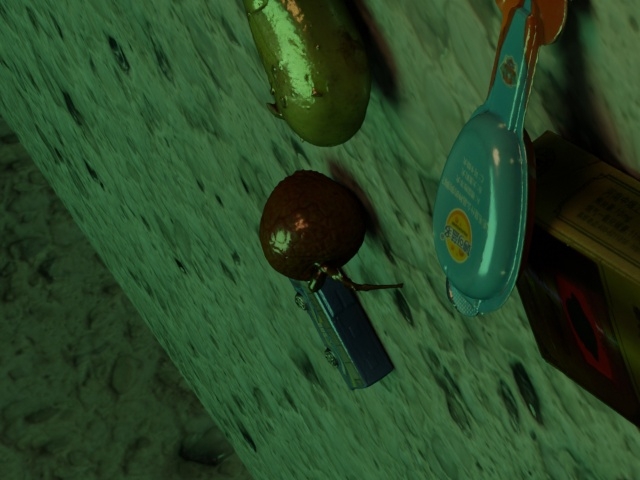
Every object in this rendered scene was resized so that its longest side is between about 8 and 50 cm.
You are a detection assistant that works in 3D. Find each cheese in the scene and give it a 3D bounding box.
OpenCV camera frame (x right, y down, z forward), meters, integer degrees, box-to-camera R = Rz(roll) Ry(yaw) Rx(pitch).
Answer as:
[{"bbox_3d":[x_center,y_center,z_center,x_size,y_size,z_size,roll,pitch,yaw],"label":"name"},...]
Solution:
[{"bbox_3d":[0.112,-0.062,1.203,0.106,0.037,0.256,51,137,50],"label":"cheese"}]

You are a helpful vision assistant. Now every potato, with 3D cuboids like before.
[{"bbox_3d":[-0.012,-0.165,1.543,0.105,0.085,0.188,-15,102,55],"label":"potato"}]

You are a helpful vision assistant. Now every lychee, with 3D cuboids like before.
[{"bbox_3d":[-0.003,-0.006,1.825,0.101,0.114,0.140,48,-158,-35],"label":"lychee"}]

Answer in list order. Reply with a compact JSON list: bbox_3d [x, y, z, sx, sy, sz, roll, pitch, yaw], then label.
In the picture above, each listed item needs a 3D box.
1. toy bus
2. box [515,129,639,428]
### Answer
[{"bbox_3d":[0.021,0.085,2.067,0.153,0.051,0.061,62,155,-9],"label":"toy bus"},{"bbox_3d":[0.202,0.044,1.212,0.240,0.071,0.159,39,157,57],"label":"box"}]
